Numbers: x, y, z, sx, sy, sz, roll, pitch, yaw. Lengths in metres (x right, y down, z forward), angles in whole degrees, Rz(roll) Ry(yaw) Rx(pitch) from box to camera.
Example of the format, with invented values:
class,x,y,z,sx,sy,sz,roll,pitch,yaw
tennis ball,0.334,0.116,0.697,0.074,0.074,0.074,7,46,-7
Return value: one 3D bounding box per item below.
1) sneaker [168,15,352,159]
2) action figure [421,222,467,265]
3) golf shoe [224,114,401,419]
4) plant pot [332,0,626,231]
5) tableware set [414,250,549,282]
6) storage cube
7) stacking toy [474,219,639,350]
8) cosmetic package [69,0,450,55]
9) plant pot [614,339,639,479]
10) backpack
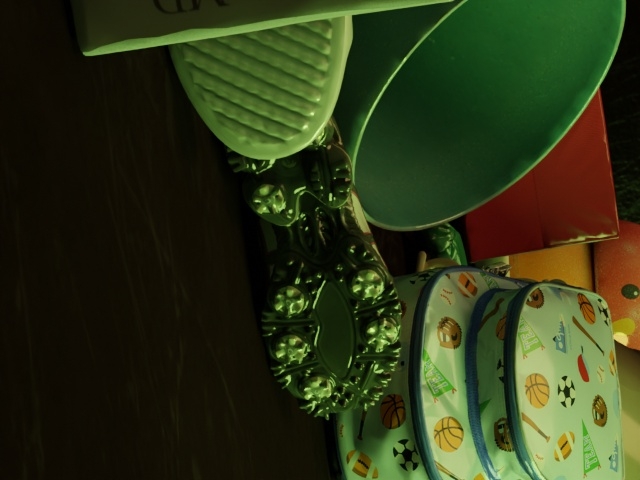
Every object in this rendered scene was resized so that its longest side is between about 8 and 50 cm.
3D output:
class,x,y,z,sx,sy,sz,roll,pitch,yaw
sneaker,-0.038,-0.239,1.301,0.150,0.135,0.366,-12,96,-74
action figure,0.142,0.067,2.098,0.137,0.063,0.232,-76,159,-54
golf shoe,0.000,0.000,1.423,0.120,0.105,0.273,-91,171,-67
plant pot,0.086,-0.180,1.611,0.195,0.290,0.290,48,-6,29
tableware set,0.142,0.085,1.839,0.020,0.168,0.141,73,31,-58
storage cube,0.228,-0.093,2.189,0.215,0.183,0.193,-135,-144,-81
stacking toy,0.467,0.088,2.581,0.350,0.479,0.351,-8,90,-78
cosmetic package,-0.053,-0.351,1.083,0.161,0.230,0.453,-47,129,-73
plant pot,0.224,0.201,1.947,0.280,0.323,0.323,47,34,-40
backpack,0.131,0.141,1.638,0.263,0.213,0.277,10,67,-44
